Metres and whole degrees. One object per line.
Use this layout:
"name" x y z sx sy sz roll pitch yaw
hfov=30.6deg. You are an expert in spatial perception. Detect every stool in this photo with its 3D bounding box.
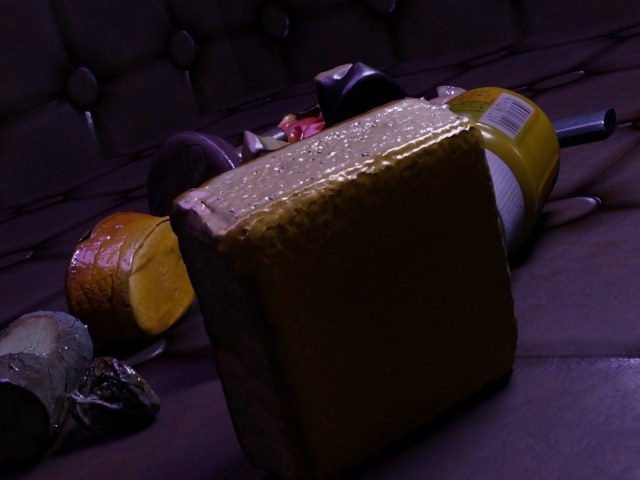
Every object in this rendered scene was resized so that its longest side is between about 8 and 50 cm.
"stool" -0.164 -0.074 2.077 0.178 0.272 0.272 -20 12 -42

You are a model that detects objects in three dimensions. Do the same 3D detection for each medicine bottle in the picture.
"medicine bottle" 0.212 -0.074 1.688 0.224 0.224 0.384 -11 16 23

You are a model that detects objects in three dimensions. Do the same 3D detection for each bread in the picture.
"bread" 0.038 0.051 1.214 0.333 0.323 0.143 -25 25 -29
"bread" -0.300 0.058 1.869 0.143 0.195 0.269 -1 23 21

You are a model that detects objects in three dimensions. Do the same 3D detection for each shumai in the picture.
"shumai" -0.274 0.208 1.502 0.124 0.099 0.087 -2 38 52

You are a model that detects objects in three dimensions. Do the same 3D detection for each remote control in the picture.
"remote control" 0.386 -0.197 2.294 0.378 0.044 0.107 -10 19 28

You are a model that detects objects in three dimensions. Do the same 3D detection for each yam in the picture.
"yam" -0.394 0.197 1.557 0.154 0.154 0.254 -17 17 5

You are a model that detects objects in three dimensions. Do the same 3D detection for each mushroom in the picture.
"mushroom" 0.283 -0.259 2.433 0.166 0.127 0.166 -1 -5 0

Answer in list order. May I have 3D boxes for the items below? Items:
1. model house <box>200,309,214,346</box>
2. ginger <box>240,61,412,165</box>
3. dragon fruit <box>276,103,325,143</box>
"model house" -0.107 0.058 1.652 0.167 0.182 0.172 -20 17 -15
"ginger" 0.000 0.000 1.395 0.358 0.413 0.211 -37 34 -23
"dragon fruit" 0.017 -0.124 2.174 0.228 0.243 0.307 -1 43 -34
